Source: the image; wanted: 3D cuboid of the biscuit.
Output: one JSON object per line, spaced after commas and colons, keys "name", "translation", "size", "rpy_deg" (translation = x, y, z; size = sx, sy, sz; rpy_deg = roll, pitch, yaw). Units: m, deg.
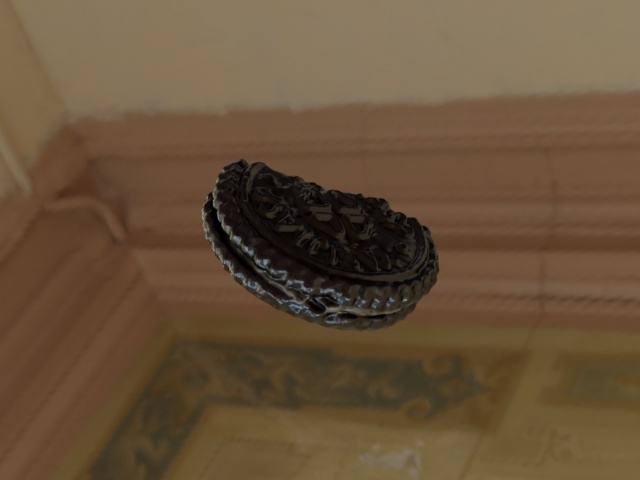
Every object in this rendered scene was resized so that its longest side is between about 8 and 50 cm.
{"name": "biscuit", "translation": [0.000, 0.000, 0.549], "size": [0.089, 0.027, 0.087], "rpy_deg": [38, -146, 21]}
